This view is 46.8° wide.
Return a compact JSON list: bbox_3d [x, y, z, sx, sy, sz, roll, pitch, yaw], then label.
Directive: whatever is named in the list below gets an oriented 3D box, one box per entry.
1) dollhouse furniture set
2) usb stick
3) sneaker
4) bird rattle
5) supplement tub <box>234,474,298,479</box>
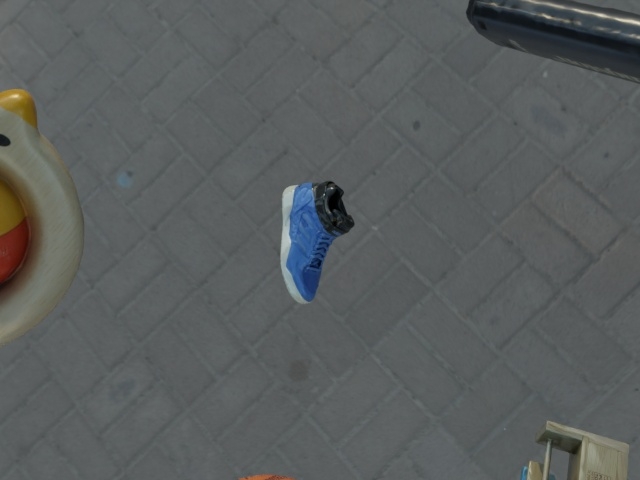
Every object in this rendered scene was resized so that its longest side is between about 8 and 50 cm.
[{"bbox_3d":[0.234,0.284,0.656,0.129,0.129,0.183,15,58,7],"label":"dollhouse furniture set"},{"bbox_3d":[0.220,-0.131,0.509,0.278,0.077,0.045,34,114,44],"label":"usb stick"},{"bbox_3d":[0.000,0.000,0.913,0.085,0.058,0.152,-9,74,29],"label":"sneaker"},{"bbox_3d":[-0.244,0.009,0.433,0.207,0.143,0.253,-16,103,-17],"label":"bird rattle"},{"bbox_3d":[0.007,0.252,0.387,0.194,0.316,0.193,-1,93,-21],"label":"supplement tub"}]
